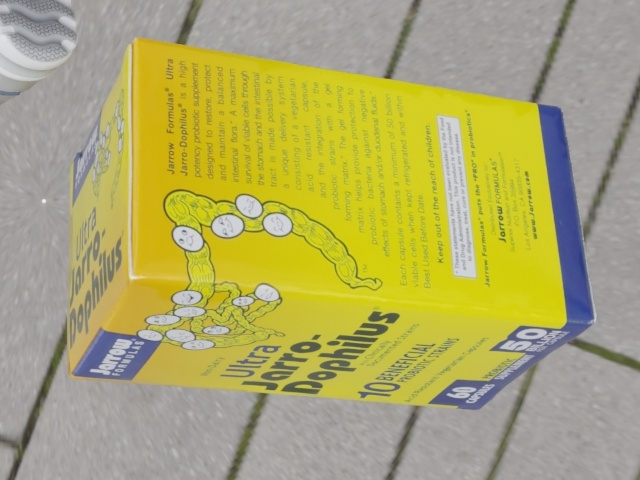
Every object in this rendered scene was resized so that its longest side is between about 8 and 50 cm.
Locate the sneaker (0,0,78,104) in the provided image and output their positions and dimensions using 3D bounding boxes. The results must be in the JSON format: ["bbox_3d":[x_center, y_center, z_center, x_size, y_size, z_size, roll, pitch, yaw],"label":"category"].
[{"bbox_3d":[-0.265,-0.221,1.097,0.105,0.115,0.281,14,50,-40],"label":"sneaker"}]

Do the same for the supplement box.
[{"bbox_3d":[0.000,0.000,1.137,0.357,0.194,0.195,7,62,-20],"label":"supplement box"}]
